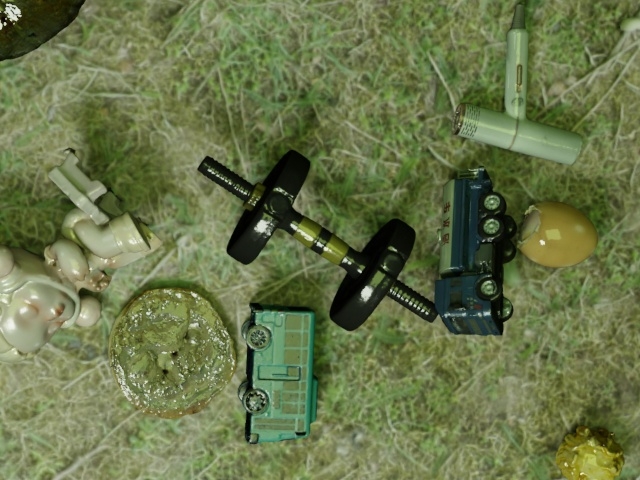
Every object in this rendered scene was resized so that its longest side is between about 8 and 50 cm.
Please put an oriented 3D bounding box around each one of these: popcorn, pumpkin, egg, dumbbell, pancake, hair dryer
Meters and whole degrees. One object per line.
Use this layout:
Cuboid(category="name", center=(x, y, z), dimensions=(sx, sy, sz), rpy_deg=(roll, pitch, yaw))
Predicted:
Cuboid(category="popcorn", center=(0.328, 0.263, 1.714), dimensions=(0.082, 0.057, 0.083), rpy_deg=(-17, 99, 1))
Cuboid(category="pumpkin", center=(-0.363, -0.305, 1.544), dimensions=(0.223, 0.157, 0.224), rpy_deg=(0, 100, 3))
Cuboid(category="egg", center=(0.284, -0.005, 1.681), dimensions=(0.096, 0.080, 0.080), rpy_deg=(22, 91, -13))
Cuboid(category="dumbbell", center=(0.000, 0.000, 1.613), dimensions=(0.325, 0.143, 0.143), rpy_deg=(33, 89, -8))
Cuboid(category="pancake", center=(-0.176, 0.133, 1.659), dimensions=(0.158, 0.028, 0.158), rpy_deg=(-1, 93, -10))
Cuboid(category="hair dryer", center=(0.252, -0.196, 1.686), dimensions=(0.154, 0.044, 0.183), rpy_deg=(15, 89, -10))

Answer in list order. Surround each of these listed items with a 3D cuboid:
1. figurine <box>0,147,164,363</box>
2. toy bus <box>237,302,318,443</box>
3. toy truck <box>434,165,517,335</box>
Cuboid(category="figurine", center=(-0.317, 0.036, 1.573), dimensions=(0.256, 0.182, 0.144), rpy_deg=(-42, 82, -1))
Cuboid(category="toy bus", center=(-0.048, 0.157, 1.650), dimensions=(0.091, 0.079, 0.160), rpy_deg=(3, 92, -7))
Cuboid(category="toy truck", center=(0.177, 0.010, 1.634), dimensions=(0.088, 0.074, 0.202), rpy_deg=(-4, 62, 18))
